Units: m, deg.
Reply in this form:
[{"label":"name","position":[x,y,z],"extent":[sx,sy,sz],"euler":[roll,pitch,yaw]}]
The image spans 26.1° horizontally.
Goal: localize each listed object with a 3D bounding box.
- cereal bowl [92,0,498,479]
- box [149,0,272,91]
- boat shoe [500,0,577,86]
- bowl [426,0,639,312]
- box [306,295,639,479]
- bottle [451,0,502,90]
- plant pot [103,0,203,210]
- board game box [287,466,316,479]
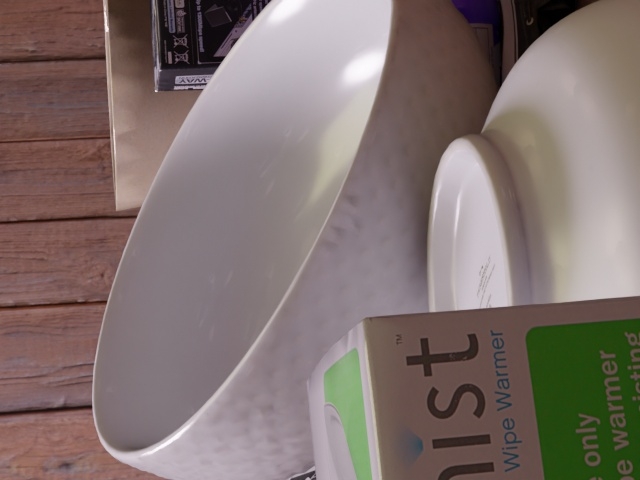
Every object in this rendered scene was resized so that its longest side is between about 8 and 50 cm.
[{"label":"cereal bowl","position":[0.000,0.000,0.847],"extent":[0.339,0.141,0.339],"euler":[-49,26,33]},{"label":"box","position":[-0.021,-0.280,1.103],"extent":[0.076,0.242,0.307],"euler":[144,122,-79]},{"label":"boat shoe","position":[0.134,-0.140,0.826],"extent":[0.040,0.049,0.142],"euler":[-4,87,48]},{"label":"bowl","position":[0.128,0.020,0.624],"extent":[0.298,0.134,0.298],"euler":[177,90,-82]},{"label":"box","position":[0.124,0.149,0.391],"extent":[0.127,0.231,0.262],"euler":[121,146,-74]},{"label":"bottle","position":[0.081,-0.136,0.984],"extent":[0.118,0.092,0.283],"euler":[166,100,-83]},{"label":"plant pot","position":[-0.066,-0.162,1.320],"extent":[0.256,0.274,0.256],"euler":[177,90,-82]},{"label":"board game box","position":[0.026,0.118,0.923],"extent":[0.305,0.053,0.193],"euler":[-40,23,40]}]
